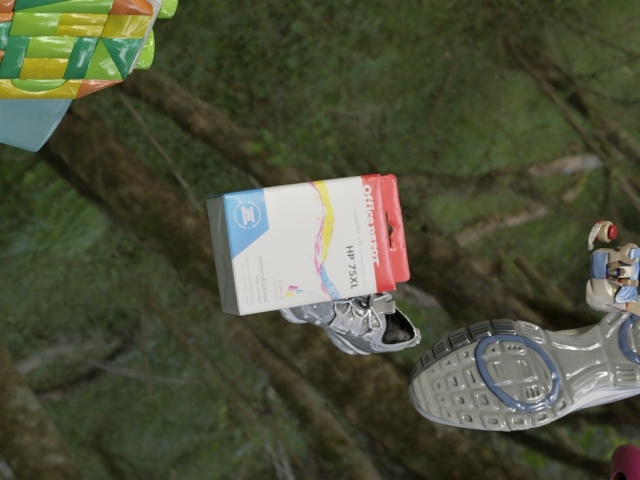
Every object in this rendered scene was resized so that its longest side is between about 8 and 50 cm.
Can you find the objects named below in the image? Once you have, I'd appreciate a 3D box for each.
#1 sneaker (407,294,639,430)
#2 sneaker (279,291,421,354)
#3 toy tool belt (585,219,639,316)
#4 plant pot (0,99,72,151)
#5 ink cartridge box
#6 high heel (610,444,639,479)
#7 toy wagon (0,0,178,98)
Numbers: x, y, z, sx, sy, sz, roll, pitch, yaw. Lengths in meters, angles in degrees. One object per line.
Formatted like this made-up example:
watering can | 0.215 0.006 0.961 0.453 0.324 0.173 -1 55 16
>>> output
sneaker | 0.228 0.134 1.239 0.297 0.111 0.129 -7 160 -9
sneaker | 0.038 0.070 1.611 0.281 0.115 0.105 36 61 -55
toy tool belt | 0.267 0.025 1.124 0.052 0.051 0.083 -8 102 -55
plant pot | -0.413 -0.254 1.781 0.165 0.166 0.234 16 124 -14
ink cartridge box | 0.000 0.000 1.416 0.231 0.134 0.078 -9 -178 -19
high heel | 0.301 0.290 1.317 0.117 0.244 0.082 -5 118 2
toy wagon | -0.288 -0.251 1.346 0.267 0.068 0.344 -3 161 -22
